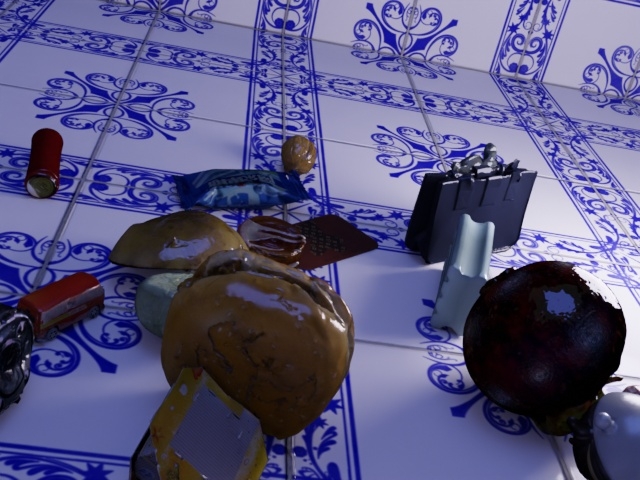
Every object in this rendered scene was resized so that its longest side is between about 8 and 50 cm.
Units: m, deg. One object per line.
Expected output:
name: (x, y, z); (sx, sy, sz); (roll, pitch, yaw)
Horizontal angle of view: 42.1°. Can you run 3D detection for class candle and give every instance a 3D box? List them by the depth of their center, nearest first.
candle: (-0.623, 0.152, 1.307); (0.330, 0.187, 0.187); (17, 30, 8)

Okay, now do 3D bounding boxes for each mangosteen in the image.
mangosteen: (0.436, 0.208, 1.541); (0.306, 0.306, 0.359); (-22, 67, -46)

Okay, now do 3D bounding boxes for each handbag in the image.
handbag: (0.369, -0.094, 2.040); (0.325, 0.269, 0.118); (-10, 35, -35)

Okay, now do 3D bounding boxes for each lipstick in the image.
lipstick: (-0.656, -0.187, 1.978); (0.080, 0.080, 0.241); (4, 32, -16)

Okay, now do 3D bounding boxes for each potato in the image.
potato: (-0.277, 0.000, 1.697); (0.299, 0.116, 0.239); (0, 12, -26)

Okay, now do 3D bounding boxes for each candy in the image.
candy: (-0.193, -0.128, 2.070); (0.331, 0.077, 0.187); (-1, 30, -19)

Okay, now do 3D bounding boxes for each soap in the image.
soap: (0.319, 0.072, 1.845); (0.087, 0.160, 0.265); (17, 29, 6)

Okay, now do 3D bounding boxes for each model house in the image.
model house: (-0.209, 0.331, 1.256); (0.207, 0.136, 0.219); (47, 40, -20)

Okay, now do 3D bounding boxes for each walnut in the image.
walnut: (-0.062, -0.233, 2.282); (0.105, 0.105, 0.124); (14, 41, 1)

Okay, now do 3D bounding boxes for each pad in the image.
pad: (0.000, 0.000, 1.998); (0.267, 0.004, 0.181); (-17, 42, -42)

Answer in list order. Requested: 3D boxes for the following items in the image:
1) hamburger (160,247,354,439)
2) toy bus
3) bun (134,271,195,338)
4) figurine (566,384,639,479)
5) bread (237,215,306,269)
hamburger: (-0.103, 0.179, 1.365); (0.304, 0.284, 0.174); (19, 30, 5)
toy bus: (-0.475, 0.116, 1.531); (0.079, 0.077, 0.174); (28, 33, 24)
bun: (-0.249, 0.129, 1.554); (0.195, 0.118, 0.195); (2, 13, -1)
figurine: (0.584, 0.373, 1.416); (0.370, 0.167, 0.281); (22, 51, -16)
bread: (-0.115, 0.014, 1.854); (0.160, 0.073, 0.160); (9, 36, -7)
